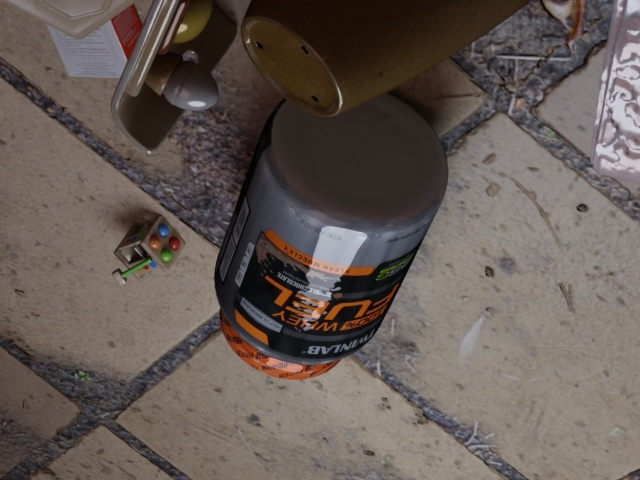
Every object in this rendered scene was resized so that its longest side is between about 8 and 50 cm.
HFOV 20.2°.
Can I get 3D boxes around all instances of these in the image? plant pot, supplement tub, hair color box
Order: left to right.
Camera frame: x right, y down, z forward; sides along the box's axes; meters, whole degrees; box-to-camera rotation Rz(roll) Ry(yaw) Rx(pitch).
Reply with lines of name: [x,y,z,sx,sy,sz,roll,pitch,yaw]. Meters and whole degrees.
hair color box: [-0.262,-0.262,2.000,0.093,0.053,0.167,5,136,27]
supplement tub: [0.000,0.000,1.998,0.207,0.207,0.338,27,141,4]
plant pot: [0.052,-0.239,1.622,0.237,0.254,0.237,37,157,18]

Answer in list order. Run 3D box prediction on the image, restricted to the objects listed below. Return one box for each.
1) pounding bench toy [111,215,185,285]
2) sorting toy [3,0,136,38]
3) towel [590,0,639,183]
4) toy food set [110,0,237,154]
pounding bench toy: [-0.218,0.019,2.248,0.065,0.083,0.052,-18,121,43]
sorting toy: [-0.244,-0.294,1.848,0.193,0.038,0.208,-30,152,26]
towel: [0.431,-0.142,1.707,0.332,0.053,0.317,16,139,17]
toy food set: [-0.093,-0.245,1.784,0.092,0.219,0.306,32,140,-1]
